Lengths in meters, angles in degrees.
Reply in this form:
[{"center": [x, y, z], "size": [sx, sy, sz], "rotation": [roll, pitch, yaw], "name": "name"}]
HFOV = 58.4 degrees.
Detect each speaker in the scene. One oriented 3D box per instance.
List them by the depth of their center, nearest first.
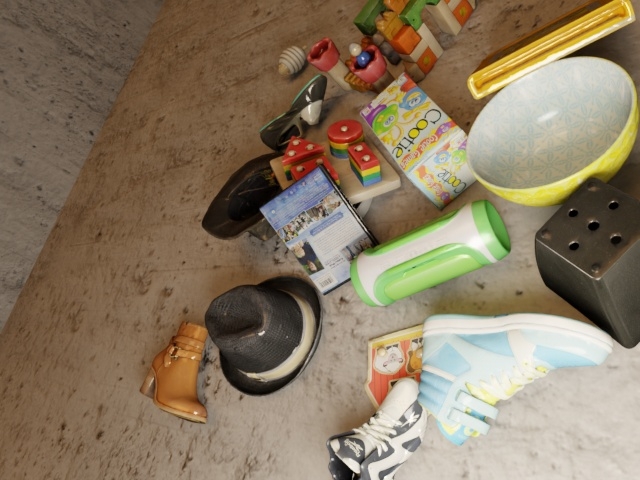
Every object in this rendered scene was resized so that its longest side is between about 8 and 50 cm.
[{"center": [0.206, 0.030, 1.113], "size": [0.296, 0.131, 0.131], "rotation": [-26, 47, 28], "name": "speaker"}]

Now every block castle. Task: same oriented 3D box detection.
[{"center": [0.190, -0.608, 1.513], "size": [0.453, 0.213, 0.303], "rotation": [-53, 40, -1], "name": "block castle"}]

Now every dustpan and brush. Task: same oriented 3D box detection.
[{"center": [0.067, -0.066, 1.364], "size": [0.147, 0.060, 0.211], "rotation": [-29, 46, 26], "name": "dustpan and brush"}]

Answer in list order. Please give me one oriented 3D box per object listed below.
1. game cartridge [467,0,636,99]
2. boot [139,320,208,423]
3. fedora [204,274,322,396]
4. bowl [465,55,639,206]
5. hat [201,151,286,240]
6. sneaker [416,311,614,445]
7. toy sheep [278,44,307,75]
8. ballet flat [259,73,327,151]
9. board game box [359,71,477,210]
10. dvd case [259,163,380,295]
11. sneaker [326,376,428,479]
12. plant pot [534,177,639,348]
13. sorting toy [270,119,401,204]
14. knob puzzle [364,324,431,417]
[{"center": [0.442, -0.391, 1.116], "size": [0.285, 0.053, 0.324], "rotation": [-23, 15, 30], "name": "game cartridge"}, {"center": [-0.331, 0.328, 1.452], "size": [0.283, 0.109, 0.220], "rotation": [7, 64, 54], "name": "boot"}, {"center": [-0.158, 0.193, 1.326], "size": [0.334, 0.152, 0.334], "rotation": [-24, 48, 30], "name": "fedora"}, {"center": [0.422, -0.161, 1.013], "size": [0.289, 0.156, 0.289], "rotation": [-28, 41, 27], "name": "bowl"}, {"center": [-0.156, -0.091, 1.542], "size": [0.331, 0.134, 0.331], "rotation": [-21, 37, 17], "name": "hat"}, {"center": [0.290, 0.227, 0.903], "size": [0.319, 0.127, 0.208], "rotation": [-10, 56, 48], "name": "sneaker"}, {"center": [-0.091, -0.591, 1.871], "size": [0.132, 0.091, 0.091], "rotation": [-53, 40, -8], "name": "toy sheep"}, {"center": [-0.061, -0.361, 1.676], "size": [0.280, 0.095, 0.096], "rotation": [-38, 86, 32], "name": "ballet flat"}, {"center": [0.224, -0.224, 1.263], "size": [0.142, 0.144, 0.275], "rotation": [-41, 42, 14], "name": "board game box"}, {"center": [0.006, -0.019, 1.272], "size": [0.180, 0.253, 0.022], "rotation": [-33, 8, 22], "name": "dvd case"}, {"center": [0.089, 0.337, 0.970], "size": [0.094, 0.153, 0.235], "rotation": [32, 92, 40], "name": "sneaker"}, {"center": [0.440, 0.015, 0.872], "size": [0.187, 0.167, 0.188], "rotation": [-47, 40, 7], "name": "plant pot"}, {"center": [0.023, -0.189, 1.382], "size": [0.257, 0.089, 0.255], "rotation": [-20, 42, -7], "name": "sorting toy"}, {"center": [0.159, 0.255, 1.075], "size": [0.213, 0.030, 0.213], "rotation": [-24, 49, 30], "name": "knob puzzle"}]
